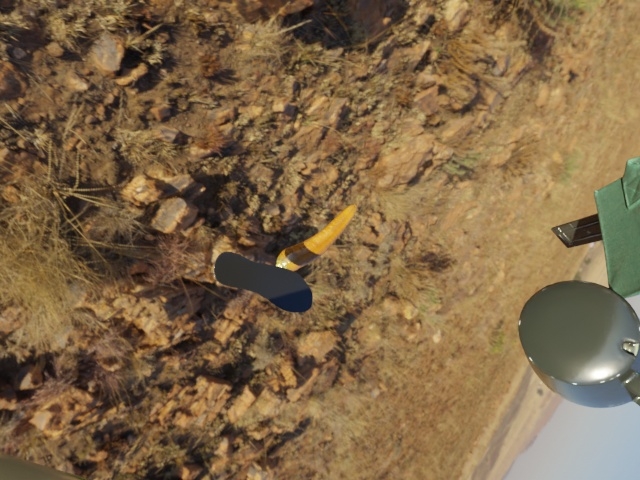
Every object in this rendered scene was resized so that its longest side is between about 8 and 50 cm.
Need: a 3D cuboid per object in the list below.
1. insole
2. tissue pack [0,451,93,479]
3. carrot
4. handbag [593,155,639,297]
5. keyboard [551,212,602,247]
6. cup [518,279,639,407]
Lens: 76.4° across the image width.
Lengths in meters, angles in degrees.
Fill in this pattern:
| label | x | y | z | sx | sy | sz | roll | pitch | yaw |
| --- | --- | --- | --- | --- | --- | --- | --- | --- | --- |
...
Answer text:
| label | x | y | z | sx | sy | sz | roll | pitch | yaw |
| --- | --- | --- | --- | --- | --- | --- | --- | --- | --- |
| insole | -0.104 | 0.084 | 0.815 | 0.253 | 0.005 | 0.086 | 28 | 63 | -39 |
| tissue pack | -0.322 | 0.387 | 0.404 | 0.205 | 0.331 | 0.405 | -54 | 128 | -14 |
| carrot | 0.000 | 0.000 | 1.028 | 0.271 | 0.066 | 0.062 | -33 | 170 | -21 |
| handbag | 0.526 | -0.064 | 0.542 | 0.326 | 0.089 | 0.239 | 109 | -5 | -60 |
| keyboard | 0.567 | -0.023 | 0.856 | 0.013 | 0.061 | 0.204 | -40 | 174 | -7 |
| cup | 0.401 | 0.164 | 0.584 | 0.169 | 0.223 | 0.176 | -47 | 133 | 6 |
